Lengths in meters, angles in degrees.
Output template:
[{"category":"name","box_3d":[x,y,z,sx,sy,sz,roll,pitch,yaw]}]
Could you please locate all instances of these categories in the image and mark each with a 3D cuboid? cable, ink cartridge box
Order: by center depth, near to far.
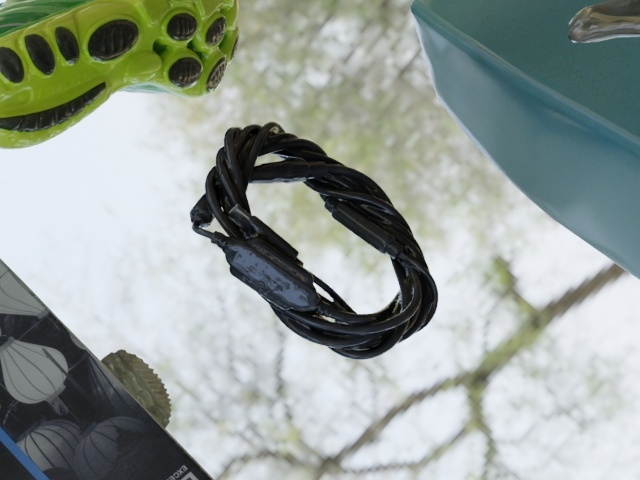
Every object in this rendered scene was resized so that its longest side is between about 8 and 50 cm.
[{"category":"ink cartridge box","box_3d":[-0.187,0.160,1.243,0.332,0.165,0.065,43,159,16]},{"category":"cable","box_3d":[0.000,0.000,1.244,0.184,0.047,0.150,32,-142,-14]}]

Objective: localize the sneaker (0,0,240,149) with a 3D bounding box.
[{"category":"sneaker","box_3d":[-0.167,-0.149,1.334,0.123,0.109,0.295,20,-153,33]}]

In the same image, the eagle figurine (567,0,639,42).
[{"category":"eagle figurine","box_3d":[0.223,-0.122,0.531,0.225,0.298,0.226,-21,-102,-38]}]

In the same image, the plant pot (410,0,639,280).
[{"category":"plant pot","box_3d":[0.185,-0.107,1.201,0.234,0.165,0.166,33,160,34]}]

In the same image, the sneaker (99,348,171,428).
[{"category":"sneaker","box_3d":[-0.239,0.207,1.515,0.102,0.146,0.293,53,-147,-2]}]
